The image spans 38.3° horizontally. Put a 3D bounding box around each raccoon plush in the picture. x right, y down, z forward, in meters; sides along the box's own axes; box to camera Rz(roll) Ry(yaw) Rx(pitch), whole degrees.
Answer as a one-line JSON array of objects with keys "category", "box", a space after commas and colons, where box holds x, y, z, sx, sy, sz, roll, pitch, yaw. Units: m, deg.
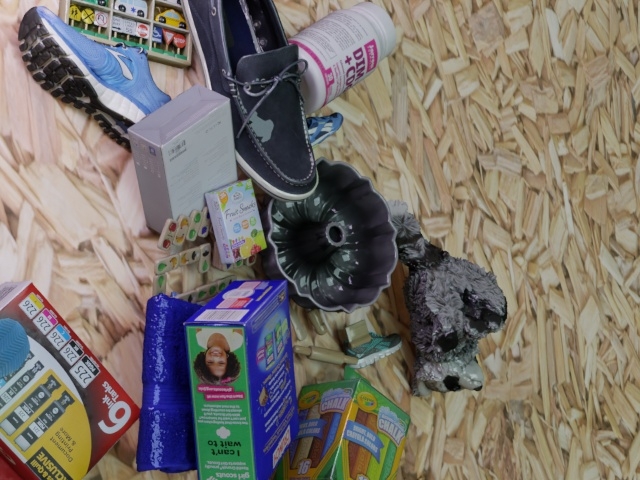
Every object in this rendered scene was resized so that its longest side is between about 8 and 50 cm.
[{"category": "raccoon plush", "box": [0.258, 0.149, 2.166, 0.216, 0.299, 0.447, -10, 60, -25]}]

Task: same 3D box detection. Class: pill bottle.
[{"category": "pill bottle", "box": [0.028, -0.400, 1.987, 0.283, 0.160, 0.160, -40, 111, -35]}]

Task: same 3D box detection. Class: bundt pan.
[{"category": "bundt pan", "box": [0.000, 0.000, 1.934, 0.330, 0.124, 0.331, 10, 71, -32]}]

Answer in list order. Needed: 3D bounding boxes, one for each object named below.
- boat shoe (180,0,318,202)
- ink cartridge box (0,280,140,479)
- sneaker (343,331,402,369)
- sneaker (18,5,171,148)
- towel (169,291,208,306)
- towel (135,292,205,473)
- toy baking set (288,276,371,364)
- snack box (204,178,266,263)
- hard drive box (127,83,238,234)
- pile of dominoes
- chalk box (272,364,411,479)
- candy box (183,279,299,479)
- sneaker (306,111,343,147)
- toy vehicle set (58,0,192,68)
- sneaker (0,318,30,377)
[{"category": "boat shoe", "box": [-0.120, -0.313, 1.779, 0.186, 0.156, 0.500, -21, 92, -39]}, {"category": "ink cartridge box", "box": [-0.498, 0.270, 1.516, 0.272, 0.130, 0.309, -48, 115, -30]}, {"category": "sneaker", "box": [0.117, 0.230, 2.071, 0.166, 0.065, 0.076, -20, 95, -40]}, {"category": "sneaker", "box": [-0.399, -0.308, 1.668, 0.330, 0.129, 0.147, 43, 54, -38]}, {"category": "towel", "box": [-0.198, 0.237, 1.828, 0.285, 0.034, 0.209, 24, 71, -35]}, {"category": "towel", "box": [-0.244, 0.259, 1.657, 0.227, 0.076, 0.308, 29, 60, -70]}, {"category": "toy baking set", "box": [-0.001, 0.165, 1.980, 0.256, 0.030, 0.197, 11, 69, -31]}, {"category": "snack box", "box": [-0.160, -0.037, 1.758, 0.100, 0.037, 0.141, -28, 110, -50]}, {"category": "hard drive box", "box": [-0.248, -0.141, 1.711, 0.181, 0.089, 0.232, -41, 146, -35]}, {"category": "pile of dominoes", "box": [-0.215, 0.032, 1.754, 0.251, 0.040, 0.196, -21, 124, -51]}, {"category": "chalk box", "box": [0.056, 0.402, 1.915, 0.180, 0.179, 0.289, 39, 54, -31]}, {"category": "candy box", "box": [-0.136, 0.258, 1.676, 0.268, 0.122, 0.317, -43, 130, -71]}, {"category": "sneaker", "box": [-0.005, -0.250, 2.018, 0.144, 0.053, 0.059, -41, 109, -35]}, {"category": "toy vehicle set", "box": [-0.363, -0.437, 1.749, 0.266, 0.035, 0.166, 7, 81, -39]}, {"category": "sneaker", "box": [-0.528, 0.195, 1.366, 0.087, 0.092, 0.229, 61, 38, -16]}]
